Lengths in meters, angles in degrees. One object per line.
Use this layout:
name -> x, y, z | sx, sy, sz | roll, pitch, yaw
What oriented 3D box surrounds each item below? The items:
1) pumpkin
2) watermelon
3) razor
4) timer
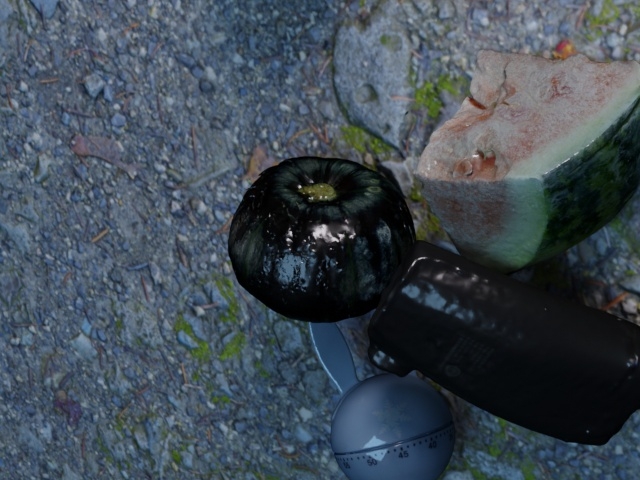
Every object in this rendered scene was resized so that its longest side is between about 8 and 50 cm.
pumpkin -> 0.000, 0.000, 2.082 | 0.233, 0.233, 0.163 | 19, 129, 29
watermelon -> 0.241, -0.090, 1.940 | 0.232, 0.193, 0.310 | 34, 148, -4
razor -> 0.220, 0.123, 1.983 | 0.327, 0.107, 0.189 | 23, 133, -7
timer -> 0.078, 0.203, 2.205 | 0.175, 0.175, 0.255 | -39, 58, 42
